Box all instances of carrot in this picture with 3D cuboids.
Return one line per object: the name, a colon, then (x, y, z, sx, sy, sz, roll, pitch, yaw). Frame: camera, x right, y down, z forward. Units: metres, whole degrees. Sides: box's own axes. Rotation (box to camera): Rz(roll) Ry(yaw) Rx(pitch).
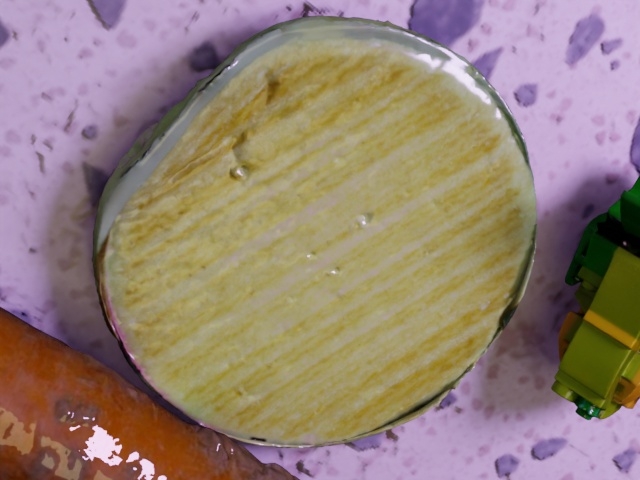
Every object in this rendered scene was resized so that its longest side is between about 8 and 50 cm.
carrot: (-0.124, 0.162, 0.845, 0.302, 0.139, 0.139, 34, 98, -20)

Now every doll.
doll: (0.215, 0.038, 0.898, 0.134, 0.106, 0.186, -27, 142, -49)

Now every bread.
bread: (0.005, 0.002, 0.868, 0.301, 0.045, 0.301, -5, 113, -12)
